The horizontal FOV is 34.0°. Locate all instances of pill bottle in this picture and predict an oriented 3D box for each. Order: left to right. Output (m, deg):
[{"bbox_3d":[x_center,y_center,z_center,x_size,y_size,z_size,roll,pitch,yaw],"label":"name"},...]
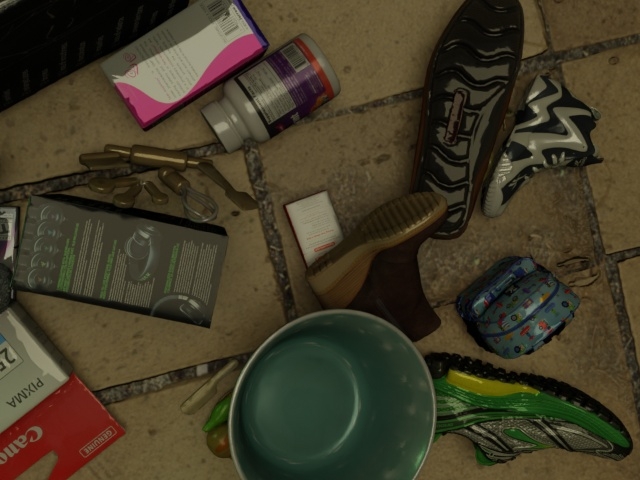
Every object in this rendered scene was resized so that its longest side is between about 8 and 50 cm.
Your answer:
[{"bbox_3d":[-0.076,-0.212,1.546,0.193,0.108,0.108,-33,96,-4],"label":"pill bottle"}]

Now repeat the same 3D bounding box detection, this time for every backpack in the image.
[{"bbox_3d":[0.299,0.101,1.570,0.158,0.173,0.117,-39,96,-3],"label":"backpack"}]

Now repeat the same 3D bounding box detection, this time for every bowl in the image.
[{"bbox_3d":[-0.003,0.248,1.528,0.311,0.163,0.311,0,91,-19],"label":"bowl"}]

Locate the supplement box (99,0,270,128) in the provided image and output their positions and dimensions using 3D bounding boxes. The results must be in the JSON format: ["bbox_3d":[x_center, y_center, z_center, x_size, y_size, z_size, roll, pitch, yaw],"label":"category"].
[{"bbox_3d":[-0.198,-0.264,1.528,0.220,0.114,0.111,-33,96,-6],"label":"supplement box"}]

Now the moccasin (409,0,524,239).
[{"bbox_3d":[0.222,-0.188,1.577,0.139,0.147,0.380,9,95,7],"label":"moccasin"}]

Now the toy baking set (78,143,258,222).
[{"bbox_3d":[-0.220,-0.081,1.502,0.256,0.197,0.030,6,120,-11],"label":"toy baking set"}]

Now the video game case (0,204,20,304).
[{"bbox_3d":[-0.549,0.081,1.543,0.196,0.026,0.274,3,91,-7],"label":"video game case"}]

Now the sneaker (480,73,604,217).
[{"bbox_3d":[0.352,-0.122,1.607,0.153,0.094,0.235,24,79,1],"label":"sneaker"}]

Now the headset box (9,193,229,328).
[{"bbox_3d":[-0.280,0.020,1.460,0.283,0.246,0.131,12,92,-8],"label":"headset box"}]

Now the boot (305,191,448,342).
[{"bbox_3d":[0.123,0.054,1.547,0.248,0.090,0.207,-33,123,17],"label":"boot"}]

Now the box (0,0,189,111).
[{"bbox_3d":[-0.406,-0.358,1.278,0.472,0.480,0.297,-34,94,-15],"label":"box"}]

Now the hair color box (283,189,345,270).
[{"bbox_3d":[0.000,0.000,1.596,0.072,0.043,0.141,-20,94,-6],"label":"hair color box"}]

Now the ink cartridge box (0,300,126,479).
[{"bbox_3d":[-0.479,0.279,1.520,0.296,0.066,0.261,-38,99,0],"label":"ink cartridge box"}]

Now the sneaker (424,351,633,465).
[{"bbox_3d":[0.310,0.280,1.614,0.343,0.134,0.146,14,97,2],"label":"sneaker"}]

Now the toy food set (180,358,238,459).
[{"bbox_3d":[-0.109,0.285,1.596,0.132,0.038,0.192,-44,96,-3],"label":"toy food set"}]

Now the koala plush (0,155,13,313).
[{"bbox_3d":[-0.531,-0.029,1.447,0.196,0.203,0.221,1,63,15],"label":"koala plush"}]
